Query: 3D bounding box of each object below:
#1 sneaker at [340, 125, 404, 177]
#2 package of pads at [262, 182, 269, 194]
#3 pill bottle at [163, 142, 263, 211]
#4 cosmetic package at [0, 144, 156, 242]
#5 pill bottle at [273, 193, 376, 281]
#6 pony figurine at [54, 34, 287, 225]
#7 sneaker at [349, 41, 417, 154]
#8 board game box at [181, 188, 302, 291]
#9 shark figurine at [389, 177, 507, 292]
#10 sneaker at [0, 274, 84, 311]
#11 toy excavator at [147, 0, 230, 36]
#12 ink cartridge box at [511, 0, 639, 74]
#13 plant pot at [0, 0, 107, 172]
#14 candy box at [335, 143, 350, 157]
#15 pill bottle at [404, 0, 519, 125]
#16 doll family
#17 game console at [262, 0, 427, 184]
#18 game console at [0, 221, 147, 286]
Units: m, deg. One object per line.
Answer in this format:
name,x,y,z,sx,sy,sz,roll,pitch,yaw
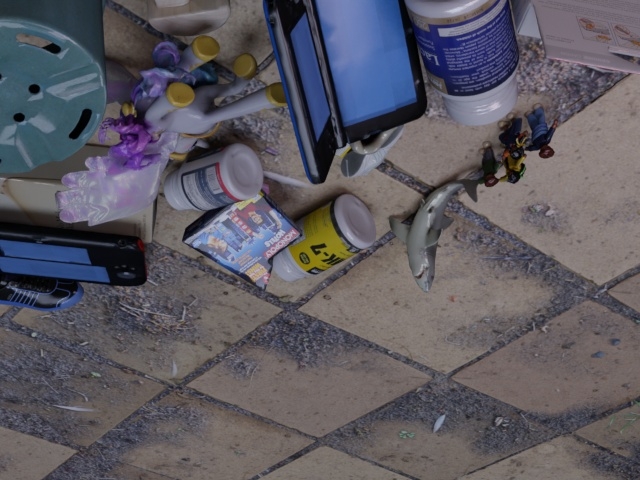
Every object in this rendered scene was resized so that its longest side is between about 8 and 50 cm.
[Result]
sneaker,0.104,-0.174,1.742,0.152,0.053,0.061,-42,155,31
package of pads,-0.148,-0.100,1.845,0.083,0.032,0.050,18,136,-21
pill bottle,-0.206,-0.113,1.759,0.180,0.108,0.108,-12,142,38
cosmetic package,-0.471,-0.097,1.789,0.309,0.113,0.160,5,142,-7
pill bottle,0.000,0.000,1.901,0.208,0.119,0.119,-29,133,33
pony figurine,-0.271,-0.201,1.533,0.351,0.303,0.363,-7,169,-36
sneaker,0.104,-0.245,1.557,0.103,0.111,0.252,5,131,-11
board game box,-0.137,-0.001,1.852,0.194,0.060,0.194,-36,113,19
shark figurine,0.251,-0.051,1.878,0.116,0.166,0.278,-1,131,-41
sneaker,-0.648,0.101,2.064,0.232,0.081,0.090,0,149,2
toy excavator,-0.153,-0.471,1.236,0.445,0.222,0.433,-16,157,27
ink cartridge box,0.440,-0.310,1.389,0.296,0.261,0.066,8,140,-9
plant pot,-0.445,-0.293,1.295,0.341,0.334,0.341,-11,139,-10
candy box,0.052,-0.234,1.677,0.105,0.027,0.206,25,135,-24
pill bottle,0.232,-0.316,1.471,0.153,0.153,0.264,-11,140,14
doll family,0.359,-0.163,1.697,0.076,0.111,0.193,12,140,-14
game console,0.048,-0.268,1.387,0.173,0.250,0.293,-9,116,14
game console,-0.547,0.029,1.883,0.386,0.060,0.342,6,169,-8
